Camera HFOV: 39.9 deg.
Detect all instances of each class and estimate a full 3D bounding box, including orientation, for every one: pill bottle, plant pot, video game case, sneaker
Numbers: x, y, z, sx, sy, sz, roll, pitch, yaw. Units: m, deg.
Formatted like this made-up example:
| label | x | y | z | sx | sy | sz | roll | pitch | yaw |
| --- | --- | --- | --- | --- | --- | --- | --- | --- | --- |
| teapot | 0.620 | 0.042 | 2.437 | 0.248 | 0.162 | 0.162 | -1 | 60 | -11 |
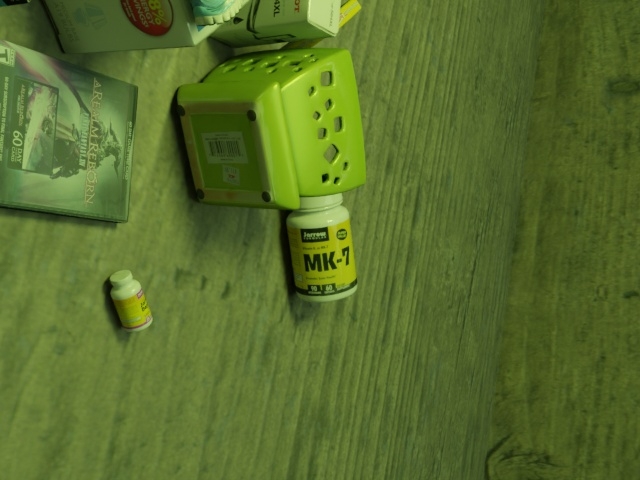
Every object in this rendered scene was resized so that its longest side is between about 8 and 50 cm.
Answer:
| label | x | y | z | sx | sy | sz | roll | pitch | yaw |
| --- | --- | --- | --- | --- | --- | --- | --- | --- | --- |
| pill bottle | 0.000 | 0.000 | 1.638 | 0.119 | 0.119 | 0.208 | -34 | 121 | -56 |
| plant pot | -0.085 | -0.168 | 1.376 | 0.207 | 0.228 | 0.227 | -32 | 120 | -48 |
| pill bottle | -0.268 | 0.084 | 1.237 | 0.043 | 0.043 | 0.083 | -50 | 134 | -48 |
| video game case | -0.336 | -0.131 | 1.120 | 0.274 | 0.026 | 0.196 | 8 | 85 | -60 |
| sneaker | -0.104 | -0.321 | 1.027 | 0.162 | 0.063 | 0.073 | -63 | 143 | -36 |

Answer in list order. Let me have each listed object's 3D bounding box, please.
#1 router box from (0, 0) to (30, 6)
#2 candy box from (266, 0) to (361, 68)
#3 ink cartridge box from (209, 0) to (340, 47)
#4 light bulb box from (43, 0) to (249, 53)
| label | x | y | z | sx | sy | sz | roll | pitch | yaw |
| --- | --- | --- | --- | --- | --- | --- | --- | --- | --- |
| router box | -0.389 | -0.315 | 0.897 | 0.179 | 0.133 | 0.046 | 55 | 45 | -47 |
| candy box | -0.030 | -0.332 | 1.481 | 0.027 | 0.206 | 0.105 | 51 | 43 | -16 |
| ink cartridge box | -0.073 | -0.392 | 1.385 | 0.086 | 0.203 | 0.148 | 10 | 83 | -56 |
| light bulb box | -0.209 | -0.475 | 1.117 | 0.361 | 0.225 | 0.357 | -54 | 138 | -44 |
